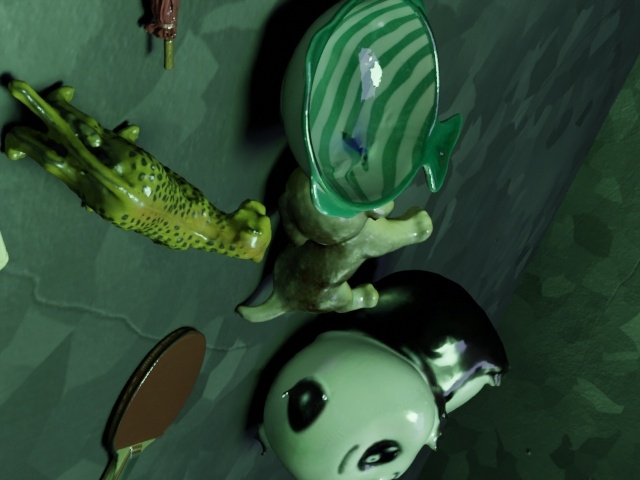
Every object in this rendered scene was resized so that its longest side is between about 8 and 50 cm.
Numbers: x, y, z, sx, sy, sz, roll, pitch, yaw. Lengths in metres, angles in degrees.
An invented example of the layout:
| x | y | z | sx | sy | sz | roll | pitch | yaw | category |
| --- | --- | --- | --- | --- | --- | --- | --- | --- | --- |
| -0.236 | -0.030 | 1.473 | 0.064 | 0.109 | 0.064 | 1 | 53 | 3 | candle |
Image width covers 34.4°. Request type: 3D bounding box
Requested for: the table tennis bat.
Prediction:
| x | y | z | sx | sy | sz | roll | pitch | yaw | category |
| --- | --- | --- | --- | --- | --- | --- | --- | --- | --- |
| -0.178 | 0.185 | 1.045 | 0.220 | 0.019 | 0.130 | -63 | 161 | 8 | table tennis bat |

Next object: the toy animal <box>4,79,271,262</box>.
| x | y | z | sx | sy | sz | roll | pitch | yaw | category |
| --- | --- | --- | --- | --- | --- | --- | --- | --- | --- |
| -0.118 | -0.038 | 0.678 | 0.073 | 0.136 | 0.181 | -57 | 160 | -4 | toy animal |

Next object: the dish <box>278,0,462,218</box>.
| x | y | z | sx | sy | sz | roll | pitch | yaw | category |
| --- | --- | --- | --- | --- | --- | --- | --- | --- | --- |
| 0.033 | -0.124 | 0.939 | 0.246 | 0.078 | 0.224 | 28 | 78 | -51 | dish |

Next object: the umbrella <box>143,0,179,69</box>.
| x | y | z | sx | sy | sz | roll | pitch | yaw | category |
| --- | --- | --- | --- | --- | --- | --- | --- | --- | --- |
| -0.101 | -0.182 | 0.671 | 0.027 | 0.025 | 0.165 | -22 | 141 | -30 | umbrella |

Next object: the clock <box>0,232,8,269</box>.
| x | y | z | sx | sy | sz | roll | pitch | yaw | category |
| --- | --- | --- | --- | --- | --- | --- | --- | --- | --- |
| -0.297 | 0.043 | 0.402 | 0.379 | 0.120 | 0.276 | -47 | 153 | -30 | clock |

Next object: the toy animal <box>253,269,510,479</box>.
| x | y | z | sx | sy | sz | roll | pitch | yaw | category |
| --- | --- | --- | --- | --- | --- | --- | --- | --- | --- |
| 0.065 | 0.194 | 1.366 | 0.310 | 0.251 | 0.251 | -30 | 148 | -34 | toy animal |

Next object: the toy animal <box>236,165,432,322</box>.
| x | y | z | sx | sy | sz | roll | pitch | yaw | category |
| --- | --- | --- | --- | --- | --- | --- | --- | --- | --- |
| 0.014 | -0.010 | 1.086 | 0.168 | 0.121 | 0.233 | -18 | 149 | -37 | toy animal |
